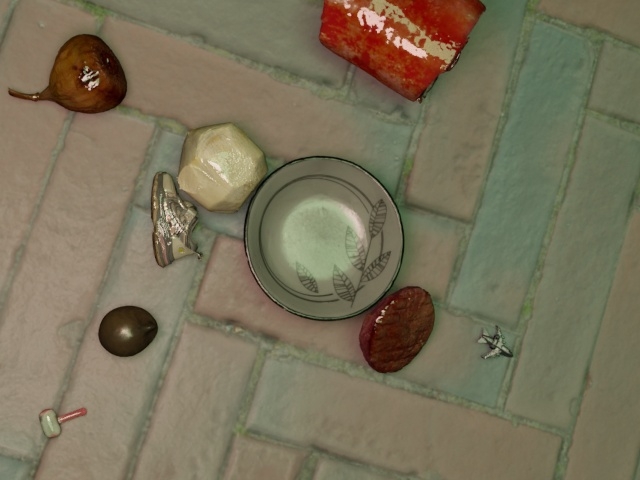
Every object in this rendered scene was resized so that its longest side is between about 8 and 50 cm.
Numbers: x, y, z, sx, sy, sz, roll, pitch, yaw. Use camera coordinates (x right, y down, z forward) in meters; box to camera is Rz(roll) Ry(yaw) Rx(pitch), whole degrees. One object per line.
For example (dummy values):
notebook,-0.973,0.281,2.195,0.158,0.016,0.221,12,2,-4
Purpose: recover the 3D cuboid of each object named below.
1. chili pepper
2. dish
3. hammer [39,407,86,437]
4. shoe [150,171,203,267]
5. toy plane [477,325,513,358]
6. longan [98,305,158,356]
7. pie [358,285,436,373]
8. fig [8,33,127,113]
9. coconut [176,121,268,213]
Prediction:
chili pepper,0.139,-0.427,1.930,0.305,0.229,0.251,27,82,2
dish,0.000,0.000,1.893,0.316,0.106,0.316,1,82,-11
hammer,-0.465,0.323,1.792,0.083,0.031,0.052,-19,92,-20
shoe,-0.269,-0.041,1.843,0.092,0.089,0.180,-4,88,-12
toy plane,0.355,0.212,1.987,0.083,0.031,0.078,32,65,-5
longan,-0.348,0.164,1.795,0.113,0.113,0.092,-9,90,-13
pie,0.149,0.171,1.887,0.182,0.049,0.182,-22,127,-32
fig,-0.464,-0.281,1.821,0.201,0.134,0.146,-28,61,6
coconut,-0.190,-0.140,1.839,0.162,0.161,0.161,38,78,-5
